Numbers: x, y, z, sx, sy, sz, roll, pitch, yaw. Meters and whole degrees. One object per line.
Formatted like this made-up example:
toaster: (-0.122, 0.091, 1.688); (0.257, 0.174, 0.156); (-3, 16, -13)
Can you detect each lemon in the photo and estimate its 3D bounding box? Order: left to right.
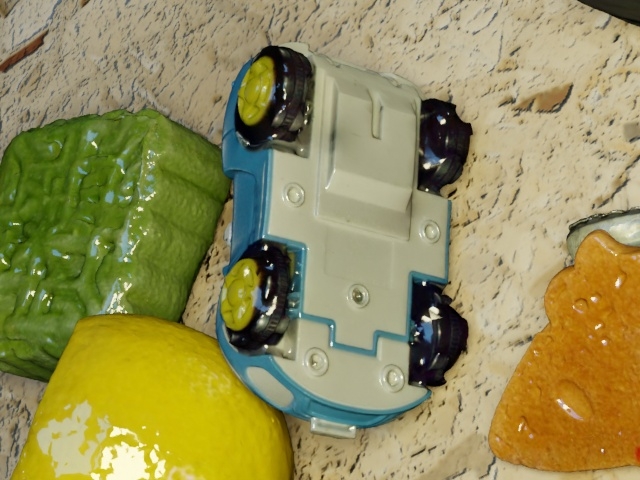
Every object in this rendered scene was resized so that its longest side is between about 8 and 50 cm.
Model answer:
lemon: (-0.123, 0.184, 1.231); (0.219, 0.240, 0.240); (22, 85, -2)

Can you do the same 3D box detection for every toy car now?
toy car: (0.000, 0.000, 1.236); (0.166, 0.198, 0.314); (-23, 60, 55)

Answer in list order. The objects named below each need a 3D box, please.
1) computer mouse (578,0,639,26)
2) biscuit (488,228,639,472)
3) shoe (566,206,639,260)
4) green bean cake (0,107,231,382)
computer mouse: (0.293, -0.210, 1.147); (0.270, 0.086, 0.137); (6, 70, 31)
biscuit: (0.219, 0.083, 1.084); (0.280, 0.043, 0.183); (-43, 72, 40)
shoe: (0.262, 0.009, 1.099); (0.194, 0.074, 0.077); (-13, 76, 37)
green bean cake: (-0.205, 0.013, 1.427); (0.222, 0.125, 0.248); (-4, 70, 37)
